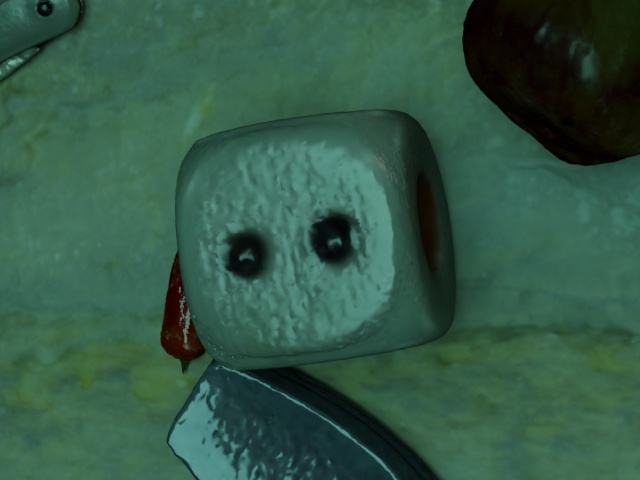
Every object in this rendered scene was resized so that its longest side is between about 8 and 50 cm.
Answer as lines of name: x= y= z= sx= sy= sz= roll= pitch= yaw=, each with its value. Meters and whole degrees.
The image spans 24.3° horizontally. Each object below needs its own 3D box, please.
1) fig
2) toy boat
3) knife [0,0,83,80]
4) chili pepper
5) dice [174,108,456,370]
fig: x=0.251 y=-0.177 z=1.165 sx=0.290 sy=0.190 sz=0.190 roll=-35 pitch=80 yaw=-22
toy boat: x=0.001 y=0.200 z=1.268 sx=0.283 sy=0.078 sz=0.127 roll=32 pitch=96 yaw=14
knife: x=-0.333 y=-0.164 z=1.376 sx=0.265 sy=0.040 sz=0.073 roll=-29 pitch=94 yaw=14
chili pepper: x=-0.113 y=0.032 z=1.321 sx=0.045 sy=0.027 sz=0.178 roll=11 pitch=92 yaw=16
dice: x=0.000 y=0.000 z=1.204 sx=0.192 sy=0.193 sz=0.194 roll=-7 pitch=91 yaw=15
